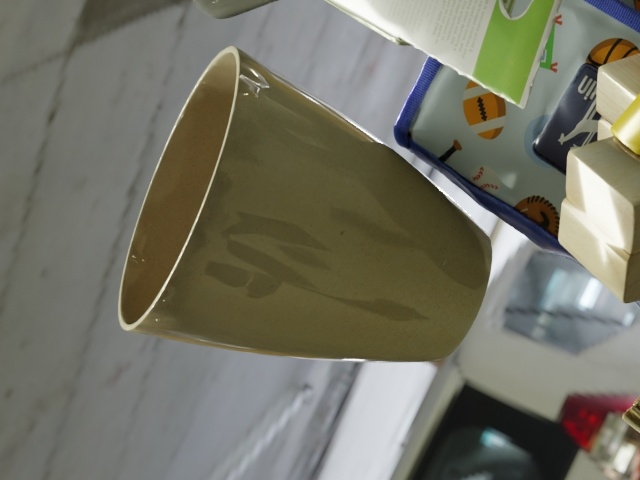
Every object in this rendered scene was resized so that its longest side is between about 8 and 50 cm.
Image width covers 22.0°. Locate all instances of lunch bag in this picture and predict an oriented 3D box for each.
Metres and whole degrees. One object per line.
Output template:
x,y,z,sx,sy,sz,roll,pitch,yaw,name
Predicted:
0.298,-0.150,1.437,0.385,0.328,0.239,-50,-20,-15,lunch bag

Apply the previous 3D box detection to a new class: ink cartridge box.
0.115,-0.213,1.111,0.097,0.255,0.189,2,-66,-38,ink cartridge box

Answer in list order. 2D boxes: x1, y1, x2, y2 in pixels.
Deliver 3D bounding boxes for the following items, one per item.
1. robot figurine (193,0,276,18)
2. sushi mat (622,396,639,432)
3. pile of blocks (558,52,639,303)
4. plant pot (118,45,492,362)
-0.092,-0.283,1.058,0.353,0.300,0.200,-19,24,37,robot figurine
0.332,0.169,0.961,0.151,0.316,0.019,-28,-29,-49,sushi mat
0.189,-0.148,0.566,0.362,0.112,0.149,-47,-49,5,pile of blocks
0.000,0.000,1.425,0.256,0.274,0.256,-57,21,36,plant pot
